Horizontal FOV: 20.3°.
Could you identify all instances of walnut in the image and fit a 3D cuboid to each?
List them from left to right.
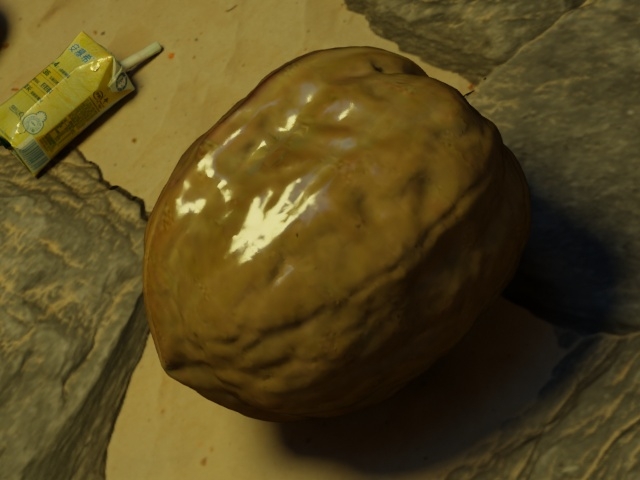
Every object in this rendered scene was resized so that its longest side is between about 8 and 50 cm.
[{"bbox_3d":[0.001,0.002,1.519,0.344,0.306,0.306,-37,48,-9],"label":"walnut"}]

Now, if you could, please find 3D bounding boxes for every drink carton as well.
[{"bbox_3d":[-0.257,-0.163,1.904,0.200,0.074,0.084,-43,49,-10],"label":"drink carton"}]
